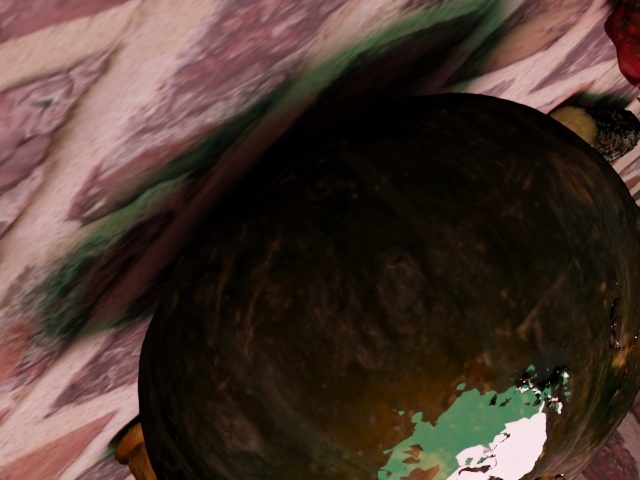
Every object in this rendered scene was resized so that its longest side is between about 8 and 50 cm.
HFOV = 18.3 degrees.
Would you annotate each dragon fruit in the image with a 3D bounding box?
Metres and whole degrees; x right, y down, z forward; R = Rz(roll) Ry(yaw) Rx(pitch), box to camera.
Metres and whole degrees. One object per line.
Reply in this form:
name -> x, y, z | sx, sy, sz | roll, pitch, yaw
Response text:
dragon fruit -> 0.328, -0.177, 1.782 | 0.166, 0.136, 0.133 | -6, 108, -62

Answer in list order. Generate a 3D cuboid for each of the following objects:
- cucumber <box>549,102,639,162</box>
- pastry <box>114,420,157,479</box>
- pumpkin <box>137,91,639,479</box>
cucumber -> 0.309, -0.115, 2.172 | 0.067, 0.067, 0.293 | -38, 169, 19
pastry -> -0.134, 0.225, 2.215 | 0.189, 0.103, 0.189 | -32, 169, -7
pumpkin -> 0.067, 0.089, 1.612 | 0.454, 0.344, 0.454 | -37, 165, -11
